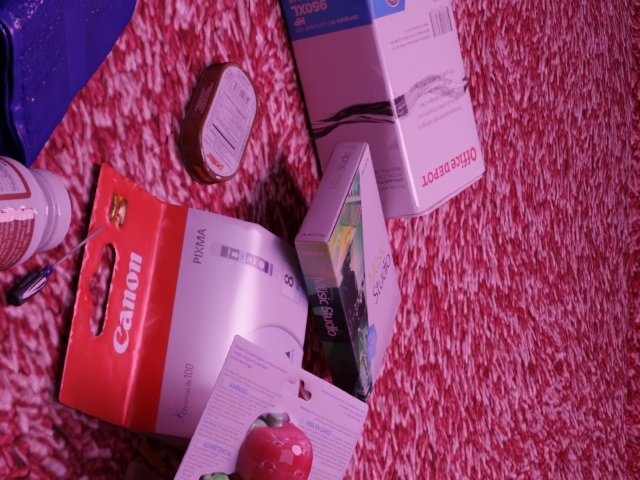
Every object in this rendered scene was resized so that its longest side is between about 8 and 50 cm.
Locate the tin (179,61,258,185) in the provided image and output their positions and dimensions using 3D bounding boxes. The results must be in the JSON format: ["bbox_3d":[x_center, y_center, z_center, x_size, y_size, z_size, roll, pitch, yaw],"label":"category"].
[{"bbox_3d":[-0.137,-0.164,1.709,0.106,0.040,0.190,46,48,-40],"label":"tin"}]

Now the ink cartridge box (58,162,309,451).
[{"bbox_3d":[-0.154,0.106,1.583,0.385,0.091,0.308,35,55,-52],"label":"ink cartridge box"}]

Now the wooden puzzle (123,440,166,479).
[{"bbox_3d":[-0.219,0.312,1.515,0.078,0.014,0.116,48,46,-38],"label":"wooden puzzle"}]

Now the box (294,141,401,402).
[{"bbox_3d":[0.047,0.048,1.836,0.232,0.058,0.322,-68,151,-45],"label":"box"}]

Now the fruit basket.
[{"bbox_3d":[-0.091,0.322,1.519,0.327,0.165,0.353,34,69,-51],"label":"fruit basket"}]

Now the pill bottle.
[{"bbox_3d":[-0.357,-0.024,1.241,0.216,0.121,0.121,-8,92,-59],"label":"pill bottle"}]

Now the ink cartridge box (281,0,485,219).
[{"bbox_3d":[0.109,-0.253,1.999,0.285,0.166,0.395,-30,109,-56],"label":"ink cartridge box"}]

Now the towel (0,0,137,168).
[{"bbox_3d":[-0.297,-0.252,1.376,0.228,0.076,0.308,100,11,-49],"label":"towel"}]

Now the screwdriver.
[{"bbox_3d":[-0.302,0.025,1.419,0.170,0.025,0.024,-52,128,-51],"label":"screwdriver"}]
